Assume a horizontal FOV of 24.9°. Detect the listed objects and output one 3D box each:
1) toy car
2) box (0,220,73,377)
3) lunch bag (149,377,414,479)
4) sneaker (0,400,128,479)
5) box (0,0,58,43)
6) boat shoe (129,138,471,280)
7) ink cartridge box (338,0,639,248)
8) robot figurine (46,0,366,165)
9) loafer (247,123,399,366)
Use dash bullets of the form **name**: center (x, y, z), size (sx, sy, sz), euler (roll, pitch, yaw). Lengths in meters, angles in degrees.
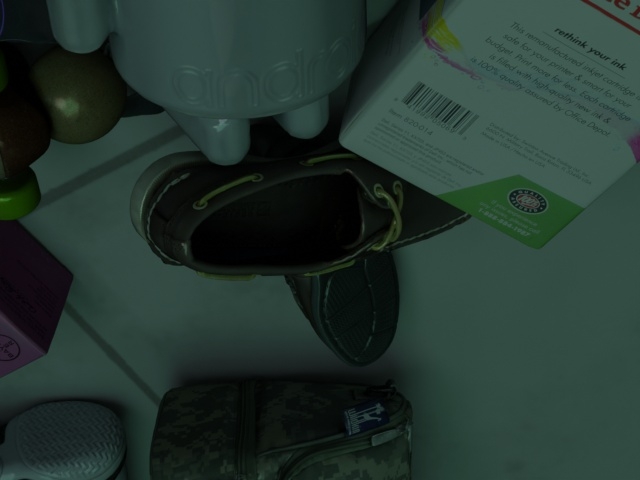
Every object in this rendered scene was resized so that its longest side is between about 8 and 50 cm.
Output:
- **toy car**: center (-0.223, -0.132, 1.238), size (0.188, 0.149, 0.155), euler (-19, 134, -15)
- **box**: center (-0.406, 0.050, 1.387), size (0.243, 0.117, 0.213), euler (-26, 122, 25)
- **lunch bag**: center (-0.028, 0.290, 1.452), size (0.256, 0.212, 0.305), euler (-5, 107, -2)
- **sneaker**: center (-0.367, 0.297, 1.568), size (0.366, 0.137, 0.210), euler (-8, 125, 9)
- **box**: center (-0.264, -0.298, 1.069), size (0.165, 0.143, 0.270), euler (3, 129, 6)
- **boat shoe**: center (0.010, -0.026, 1.204), size (0.324, 0.097, 0.116), euler (-5, 116, -28)
- **ink cartridge box**: center (0.190, -0.166, 1.104), size (0.207, 0.119, 0.353), euler (27, 137, -15)
- **robot figurine**: center (-0.065, -0.231, 1.064), size (0.300, 0.200, 0.353), euler (-24, 134, -24)
- **loafer**: center (0.000, 0.000, 1.335), size (0.096, 0.084, 0.267), euler (-36, 129, -18)
